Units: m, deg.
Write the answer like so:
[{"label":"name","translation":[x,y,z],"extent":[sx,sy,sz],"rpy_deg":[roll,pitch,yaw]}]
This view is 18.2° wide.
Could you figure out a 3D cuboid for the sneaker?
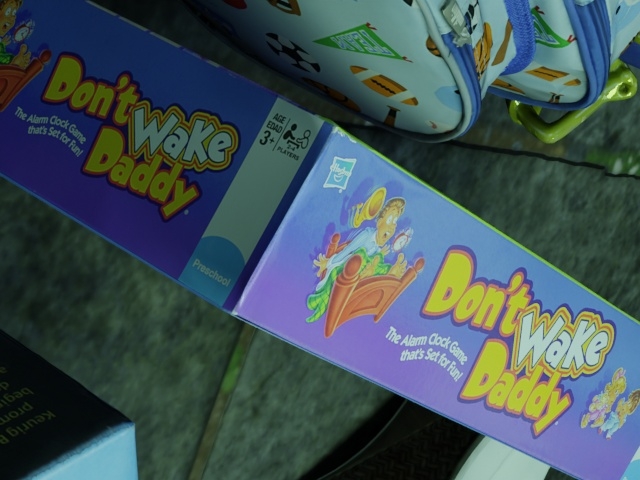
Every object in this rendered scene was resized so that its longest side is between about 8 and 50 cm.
[{"label":"sneaker","translation":[0.051,0.183,1.169],"extent":[0.290,0.106,0.123],"rpy_deg":[-41,135,-26]}]

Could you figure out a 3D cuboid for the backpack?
[{"label":"backpack","translation":[0.041,-0.162,0.834],"extent":[0.213,0.276,0.263],"rpy_deg":[-53,148,-3]}]

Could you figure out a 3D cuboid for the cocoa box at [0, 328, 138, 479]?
[{"label":"cocoa box","translation":[-0.256,0.177,0.717],"extent":[0.347,0.228,0.231],"rpy_deg":[-28,132,-36]}]

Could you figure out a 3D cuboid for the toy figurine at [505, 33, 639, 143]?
[{"label":"toy figurine","translation":[0.190,-0.140,1.073],"extent":[0.362,0.191,0.217],"rpy_deg":[-48,145,-15]}]

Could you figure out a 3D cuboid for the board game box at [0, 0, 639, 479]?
[{"label":"board game box","translation":[0.000,0.000,0.895],"extent":[0.347,0.233,0.078],"rpy_deg":[29,90,-53]}]
